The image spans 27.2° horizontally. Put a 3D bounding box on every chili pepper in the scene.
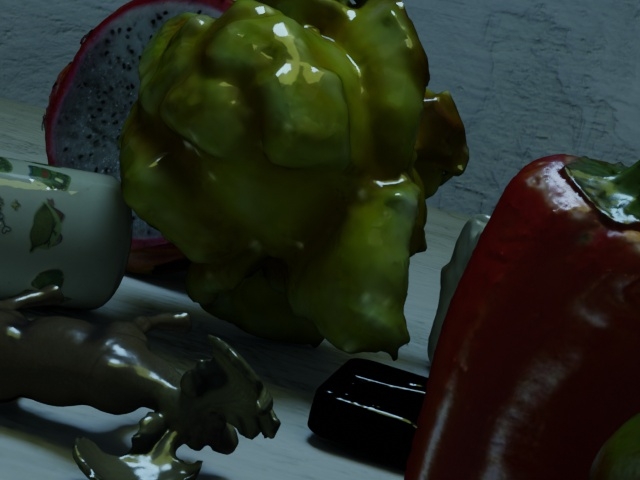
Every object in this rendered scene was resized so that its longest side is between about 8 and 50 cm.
[{"bbox_3d":[0.138,0.028,0.675,0.134,0.338,0.131,17,11,7],"label":"chili pepper"}]

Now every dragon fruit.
[{"bbox_3d":[-0.113,-0.099,1.398,0.305,0.305,0.226,18,-2,28],"label":"dragon fruit"}]

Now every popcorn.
[{"bbox_3d":[-0.035,-0.049,1.100,0.290,0.325,0.321,16,44,6],"label":"popcorn"}]

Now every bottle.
[{"bbox_3d":[-0.285,-0.014,1.046,0.253,0.120,0.120,10,9,-31],"label":"bottle"}]

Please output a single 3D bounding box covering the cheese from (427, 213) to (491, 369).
[{"bbox_3d":[0.247,0.080,1.188,0.292,0.153,0.332,11,8,-22],"label":"cheese"}]

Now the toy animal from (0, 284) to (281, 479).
[{"bbox_3d":[-0.120,0.087,0.774,0.214,0.093,0.186,8,2,8],"label":"toy animal"}]

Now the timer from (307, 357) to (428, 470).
[{"bbox_3d":[0.095,0.128,0.933,0.187,0.055,0.144,16,7,10],"label":"timer"}]

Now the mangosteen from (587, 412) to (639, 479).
[{"bbox_3d":[0.155,0.142,0.421,0.210,0.210,0.210,14,8,-2],"label":"mangosteen"}]
